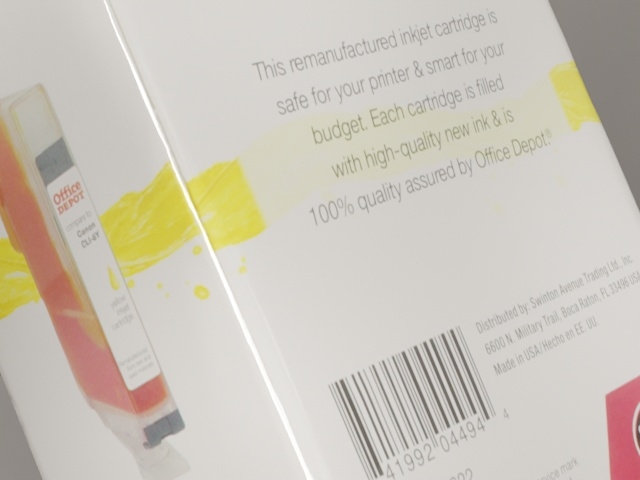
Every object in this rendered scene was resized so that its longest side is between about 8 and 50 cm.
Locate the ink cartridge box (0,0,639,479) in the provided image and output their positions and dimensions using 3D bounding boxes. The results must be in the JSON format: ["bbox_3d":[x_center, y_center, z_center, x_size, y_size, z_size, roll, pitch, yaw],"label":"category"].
[{"bbox_3d":[0.000,0.000,0.809,0.160,0.279,0.385,-25,86,42],"label":"ink cartridge box"}]
